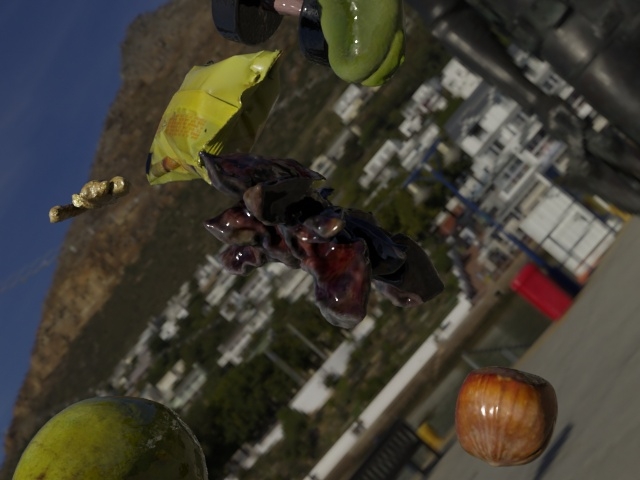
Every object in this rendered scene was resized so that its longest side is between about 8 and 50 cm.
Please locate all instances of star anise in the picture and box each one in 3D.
[{"bbox_3d":[-0.002,-0.001,1.000,0.282,0.212,0.129,9,-78,-63],"label":"star anise"}]

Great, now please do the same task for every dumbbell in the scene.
[{"bbox_3d":[-0.040,-0.356,1.581,0.152,0.218,0.152,-44,-35,-43],"label":"dumbbell"}]

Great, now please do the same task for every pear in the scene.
[{"bbox_3d":[-0.299,0.348,1.455,0.253,0.253,0.307,-53,-5,30],"label":"pear"}]

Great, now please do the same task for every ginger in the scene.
[{"bbox_3d":[-0.420,-0.083,1.927,0.193,0.053,0.176,-19,6,12],"label":"ginger"}]

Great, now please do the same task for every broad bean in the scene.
[{"bbox_3d":[0.054,-0.291,1.389,0.124,0.174,0.082,-7,9,29],"label":"broad bean"}]

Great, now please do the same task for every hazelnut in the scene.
[{"bbox_3d":[0.275,0.262,1.542,0.150,0.150,0.150,-47,-8,-8],"label":"hazelnut"}]

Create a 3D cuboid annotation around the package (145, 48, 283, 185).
[{"bbox_3d":[-0.118,-0.129,1.129,0.168,0.090,0.226,-62,22,-7],"label":"package"}]
